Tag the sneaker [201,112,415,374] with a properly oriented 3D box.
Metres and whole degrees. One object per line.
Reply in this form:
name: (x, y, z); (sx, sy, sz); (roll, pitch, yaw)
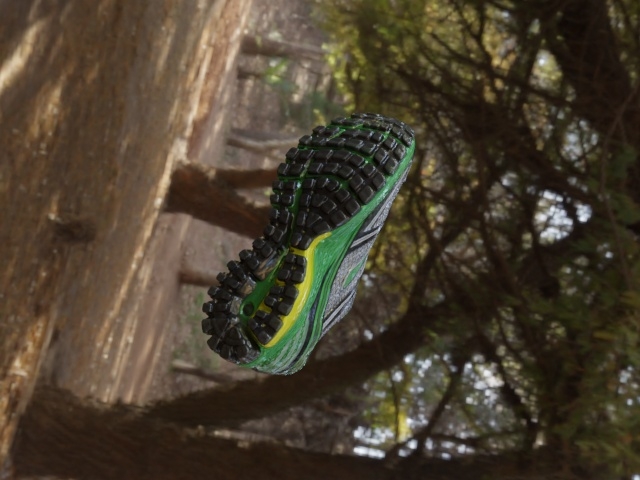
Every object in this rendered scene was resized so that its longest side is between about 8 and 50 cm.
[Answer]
sneaker: (0.000, 0.000, 0.904); (0.343, 0.134, 0.146); (-55, 147, -7)
